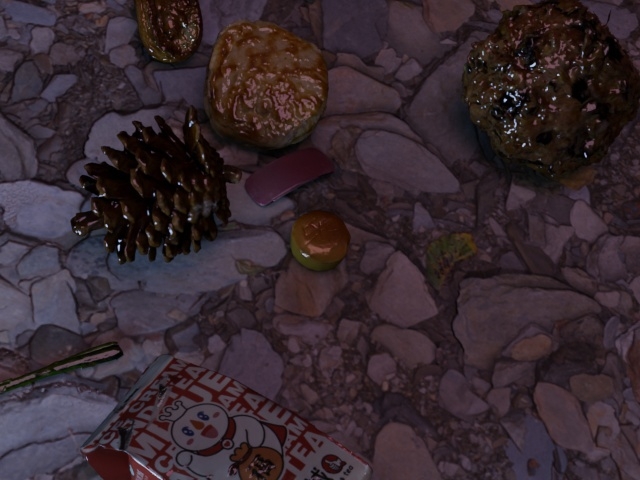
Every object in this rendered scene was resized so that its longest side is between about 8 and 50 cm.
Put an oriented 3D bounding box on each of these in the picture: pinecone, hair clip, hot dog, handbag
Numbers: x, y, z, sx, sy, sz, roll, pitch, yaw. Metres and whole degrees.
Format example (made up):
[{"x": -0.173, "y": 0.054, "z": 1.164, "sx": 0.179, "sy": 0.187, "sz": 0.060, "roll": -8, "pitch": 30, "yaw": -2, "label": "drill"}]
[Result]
[{"x": -0.212, "y": -0.061, "z": 1.276, "sx": 0.212, "sy": 0.168, "sz": 0.186, "roll": -26, "pitch": 110, "yaw": -21, "label": "pinecone"}, {"x": -0.041, "y": -0.094, "z": 1.428, "sx": 0.137, "sy": 0.022, "sz": 0.054, "roll": -27, "pitch": 67, "yaw": -26, "label": "hair clip"}, {"x": -0.229, "y": -0.331, "z": 1.497, "sx": 0.099, "sy": 0.065, "sz": 0.147, "roll": 1, "pitch": 57, "yaw": -24, "label": "hot dog"}, {"x": -0.110, "y": 0.259, "z": 1.139, "sx": 0.298, "sy": 0.151, "sz": 0.171, "roll": 33, "pitch": 54, "yaw": 15, "label": "handbag"}]

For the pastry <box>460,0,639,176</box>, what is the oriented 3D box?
[{"x": 0.338, "y": -0.230, "z": 1.514, "sx": 0.274, "sy": 0.275, "sz": 0.193, "roll": 6, "pitch": 17, "yaw": -11, "label": "pastry"}]

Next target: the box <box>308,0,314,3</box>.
[{"x": -0.081, "y": -0.498, "z": 1.631, "sx": 0.233, "sy": 0.067, "sz": 0.149, "roll": 26, "pitch": 56, "yaw": 2, "label": "box"}]

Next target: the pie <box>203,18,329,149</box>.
[{"x": -0.078, "y": -0.223, "z": 1.459, "sx": 0.178, "sy": 0.084, "sz": 0.205, "roll": 9, "pitch": 60, "yaw": -7, "label": "pie"}]

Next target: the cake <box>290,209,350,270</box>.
[{"x": 0.000, "y": 0.000, "z": 1.371, "sx": 0.084, "sy": 0.044, "sz": 0.084, "roll": 5, "pitch": 58, "yaw": -9, "label": "cake"}]

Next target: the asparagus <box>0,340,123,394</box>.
[{"x": -0.349, "y": 0.163, "z": 1.200, "sx": 0.233, "sy": 0.022, "sz": 0.023, "roll": -16, "pitch": 109, "yaw": -24, "label": "asparagus"}]
